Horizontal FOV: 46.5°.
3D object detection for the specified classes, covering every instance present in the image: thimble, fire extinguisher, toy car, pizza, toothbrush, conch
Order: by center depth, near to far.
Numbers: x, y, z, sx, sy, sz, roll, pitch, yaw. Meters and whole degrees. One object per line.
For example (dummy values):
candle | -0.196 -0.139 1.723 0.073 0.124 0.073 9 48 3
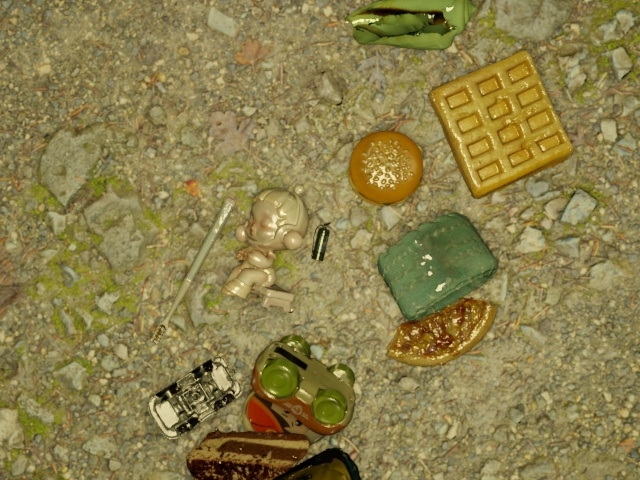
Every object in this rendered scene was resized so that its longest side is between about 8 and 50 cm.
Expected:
thimble | 0.230 0.050 1.456 0.235 0.198 0.143 -16 70 -37
conch | 0.182 -0.439 1.482 0.250 0.137 0.144 -10 71 -2
toy car | -0.056 0.334 1.511 0.235 0.145 0.235 3 108 11
pizza | 0.251 0.190 1.526 0.246 0.058 0.127 -13 89 -1
toy car | -0.256 0.319 1.527 0.191 0.100 0.097 -32 89 -18
fire extinguisher | 0.000 0.000 1.550 0.038 0.025 0.083 15 91 25
toothbrush | -0.267 0.064 1.554 0.025 0.030 0.342 29 89 -3

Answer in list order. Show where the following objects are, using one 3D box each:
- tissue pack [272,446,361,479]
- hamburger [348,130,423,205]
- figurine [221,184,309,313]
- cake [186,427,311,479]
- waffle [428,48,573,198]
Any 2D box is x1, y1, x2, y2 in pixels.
tissue pack | -0.022 0.577 1.362 0.264 0.416 0.253 -28 87 3
hamburger | 0.133 -0.147 1.500 0.161 0.115 0.162 0 88 2
figurine | -0.092 0.003 1.490 0.144 0.182 0.257 18 89 -14
cake | -0.128 0.458 1.472 0.245 0.112 0.135 -3 110 22
waffle | 0.367 -0.238 1.523 0.221 0.055 0.248 -24 90 1
